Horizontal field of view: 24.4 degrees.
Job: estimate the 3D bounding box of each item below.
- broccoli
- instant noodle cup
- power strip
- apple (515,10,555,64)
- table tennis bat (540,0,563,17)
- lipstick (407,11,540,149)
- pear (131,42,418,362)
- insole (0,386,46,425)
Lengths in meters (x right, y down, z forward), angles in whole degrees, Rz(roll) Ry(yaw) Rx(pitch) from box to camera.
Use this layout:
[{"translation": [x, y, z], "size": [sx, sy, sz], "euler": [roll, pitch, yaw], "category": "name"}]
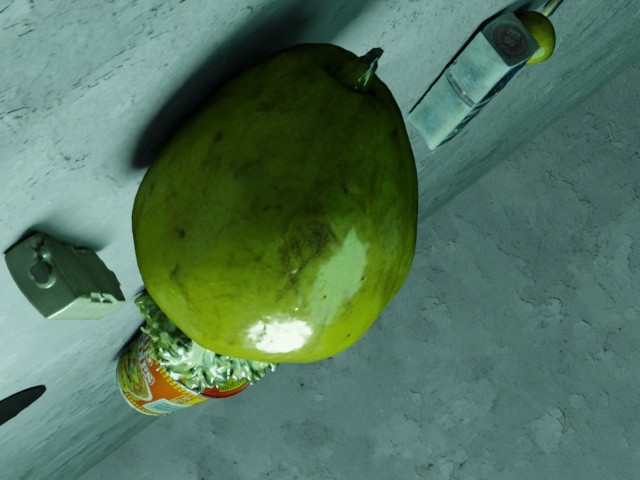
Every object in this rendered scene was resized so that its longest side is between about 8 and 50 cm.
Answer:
[{"translation": [-0.163, 0.068, 2.076], "size": [0.242, 0.273, 0.180], "euler": [-46, -142, -1], "category": "broccoli"}, {"translation": [-0.221, 0.189, 2.345], "size": [0.193, 0.193, 0.212], "euler": [-31, 178, -39], "category": "instant noodle cup"}, {"translation": [-0.261, 0.043, 1.560], "size": [0.048, 0.080, 0.286], "euler": [-32, 175, 3], "category": "power strip"}, {"translation": [0.295, -0.290, 2.131], "size": [0.090, 0.074, 0.089], "euler": [-17, 180, 0], "category": "apple"}, {"translation": [0.366, -0.375, 2.161], "size": [0.095, 0.014, 0.158], "euler": [-34, 171, -30], "category": "table tennis bat"}, {"translation": [0.215, -0.226, 2.142], "size": [0.077, 0.076, 0.289], "euler": [-36, 175, -27], "category": "lipstick"}, {"translation": [-0.030, -0.040, 1.443], "size": [0.287, 0.287, 0.375], "euler": [-28, 153, -53], "category": "pear"}, {"translation": [-0.500, 0.267, 2.096], "size": [0.119, 0.009, 0.348], "euler": [-43, 171, 28], "category": "insole"}]
